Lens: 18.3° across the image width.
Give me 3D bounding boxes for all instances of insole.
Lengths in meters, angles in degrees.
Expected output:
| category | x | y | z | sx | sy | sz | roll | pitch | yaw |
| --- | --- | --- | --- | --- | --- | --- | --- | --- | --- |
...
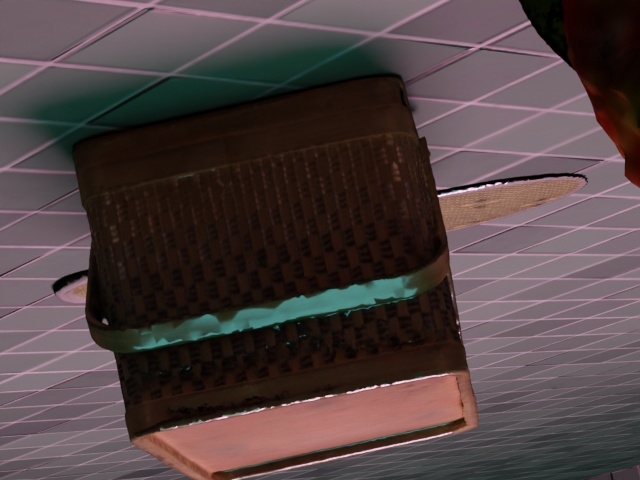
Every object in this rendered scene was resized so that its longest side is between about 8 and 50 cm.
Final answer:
| category | x | y | z | sx | sy | sz | roll | pitch | yaw |
| --- | --- | --- | --- | --- | --- | --- | --- | --- | --- |
| insole | 0.000 | 0.000 | 1.176 | 0.322 | 0.007 | 0.109 | -12 | 167 | 2 |

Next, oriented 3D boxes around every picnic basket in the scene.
| category | x | y | z | sx | sy | sz | roll | pitch | yaw |
| --- | --- | --- | --- | --- | --- | --- | --- | --- | --- |
| picnic basket | -0.015 | 0.029 | 0.978 | 0.165 | 0.139 | 0.266 | -12 | 168 | 4 |

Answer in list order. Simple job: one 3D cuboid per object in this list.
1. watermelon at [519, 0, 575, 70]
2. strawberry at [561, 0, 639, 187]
| category | x | y | z | sx | sy | sz | roll | pitch | yaw |
| --- | --- | --- | --- | --- | --- | --- | --- | --- | --- |
| watermelon | 0.136 | -0.092 | 0.748 | 0.163 | 0.087 | 0.069 | 5 | 129 | -54 |
| strawberry | 0.252 | -0.030 | 0.536 | 0.344 | 0.292 | 0.292 | -10 | 168 | -11 |
